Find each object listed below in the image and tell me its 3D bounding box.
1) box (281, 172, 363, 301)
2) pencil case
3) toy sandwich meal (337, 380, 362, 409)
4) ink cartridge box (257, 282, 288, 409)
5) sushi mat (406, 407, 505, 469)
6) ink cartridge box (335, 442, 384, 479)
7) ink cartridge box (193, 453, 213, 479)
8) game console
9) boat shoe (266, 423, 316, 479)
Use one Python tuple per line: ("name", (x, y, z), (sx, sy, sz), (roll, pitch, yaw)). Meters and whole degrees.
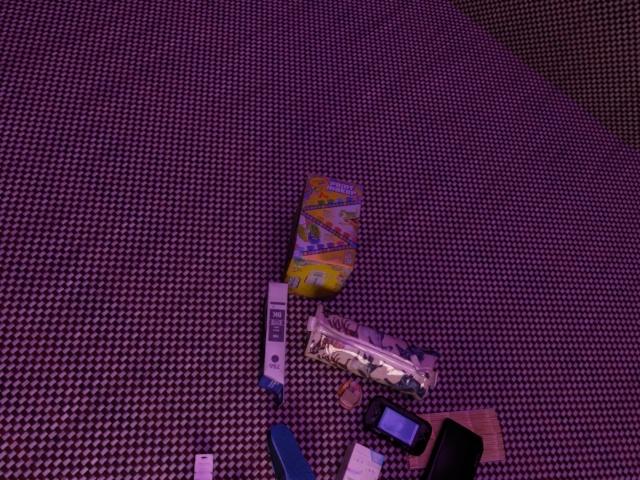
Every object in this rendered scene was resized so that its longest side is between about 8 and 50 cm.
("box", (0.000, 0.000, 1.586), (0.176, 0.290, 0.280), (13, 62, -6))
("pencil case", (0.141, 0.329, 1.525), (0.409, 0.184, 0.160), (22, 63, -1))
("toy sandwich meal", (0.088, 0.458, 1.536), (0.085, 0.029, 0.086), (5, 64, -11))
("ink cartridge box", (-0.137, 0.304, 1.481), (0.065, 0.165, 0.333), (5, 63, -11))
("sushi mat", (0.400, 0.594, 1.551), (0.316, 0.019, 0.152), (0, 66, -13))
("ink cartridge box", (0.102, 0.647, 1.417), (0.092, 0.090, 0.143), (25, 62, -1))
("ink cartridge box", (-0.311, 0.613, 1.371), (0.048, 0.028, 0.084), (4, 65, -13))
("game console", (0.287, 0.589, 1.493), (0.361, 0.044, 0.213), (29, 64, 2))
("boat shoe", (-0.073, 0.626, 1.392), (0.108, 0.089, 0.259), (-4, 60, -29))
